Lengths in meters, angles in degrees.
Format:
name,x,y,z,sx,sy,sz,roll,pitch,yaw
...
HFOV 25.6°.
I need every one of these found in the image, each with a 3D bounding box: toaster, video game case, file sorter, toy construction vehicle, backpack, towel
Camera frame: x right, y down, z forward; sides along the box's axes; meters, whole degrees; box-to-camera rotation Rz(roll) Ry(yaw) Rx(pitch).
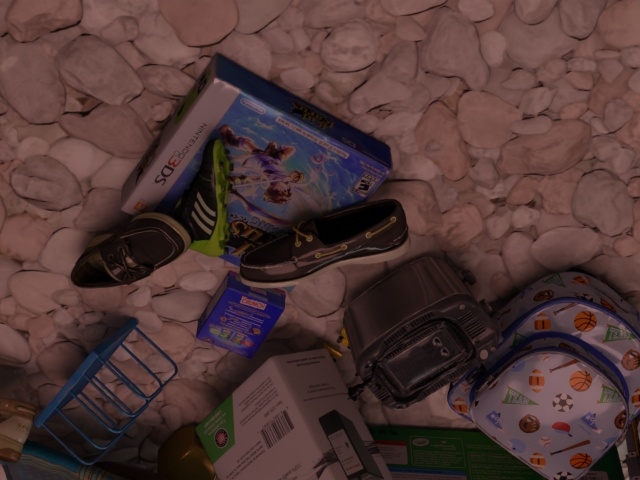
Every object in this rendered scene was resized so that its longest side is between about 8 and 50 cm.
name,x,y,z,sx,sy,sz,roll,pitch,yaw
toaster,0.124,0.126,1.931,0.227,0.146,0.129,-34,121,8
video game case,-0.085,-0.080,1.834,0.269,0.061,0.244,27,124,-21
file sorter,-0.301,0.219,2.002,0.104,0.118,0.170,44,120,2
toy construction vehicle,0.046,0.161,2.048,0.085,0.035,0.098,25,121,-7
backpack,0.332,0.184,1.960,0.276,0.213,0.263,34,107,-12
towel,-0.305,0.423,2.110,0.370,0.040,0.271,20,144,12

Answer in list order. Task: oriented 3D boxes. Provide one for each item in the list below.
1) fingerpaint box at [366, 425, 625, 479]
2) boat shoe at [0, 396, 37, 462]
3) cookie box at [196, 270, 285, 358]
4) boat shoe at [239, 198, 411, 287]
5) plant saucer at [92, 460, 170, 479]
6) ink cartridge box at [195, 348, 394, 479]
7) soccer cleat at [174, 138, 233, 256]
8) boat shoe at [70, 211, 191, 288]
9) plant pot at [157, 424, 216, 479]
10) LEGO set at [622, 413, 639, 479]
name,x,y,z,sx,sy,sz,roll,pitch,yaw
fingerpaint box,0.223,0.480,2.219,0.444,0.163,0.371,3,127,-3
boat shoe,-0.544,0.232,2.028,0.285,0.089,0.104,21,165,8
cookie box,-0.112,0.106,1.990,0.091,0.040,0.107,22,125,-18
boat shoe,0.000,0.000,1.814,0.227,0.081,0.069,-15,128,-2
plant saucer,-0.262,0.431,2.162,0.310,0.050,0.311,19,142,15
ink cartridge box,-0.026,0.332,1.993,0.121,0.289,0.211,-4,149,-46
soccer cleat,-0.149,-0.052,1.779,0.072,0.060,0.179,10,130,7
boat shoe,-0.251,0.024,1.843,0.223,0.073,0.080,-16,121,49
plant pot,-0.192,0.330,2.143,0.081,0.081,0.083,26,118,-21
LEGO set,0.581,0.259,2.080,0.331,0.192,0.255,-16,158,27
